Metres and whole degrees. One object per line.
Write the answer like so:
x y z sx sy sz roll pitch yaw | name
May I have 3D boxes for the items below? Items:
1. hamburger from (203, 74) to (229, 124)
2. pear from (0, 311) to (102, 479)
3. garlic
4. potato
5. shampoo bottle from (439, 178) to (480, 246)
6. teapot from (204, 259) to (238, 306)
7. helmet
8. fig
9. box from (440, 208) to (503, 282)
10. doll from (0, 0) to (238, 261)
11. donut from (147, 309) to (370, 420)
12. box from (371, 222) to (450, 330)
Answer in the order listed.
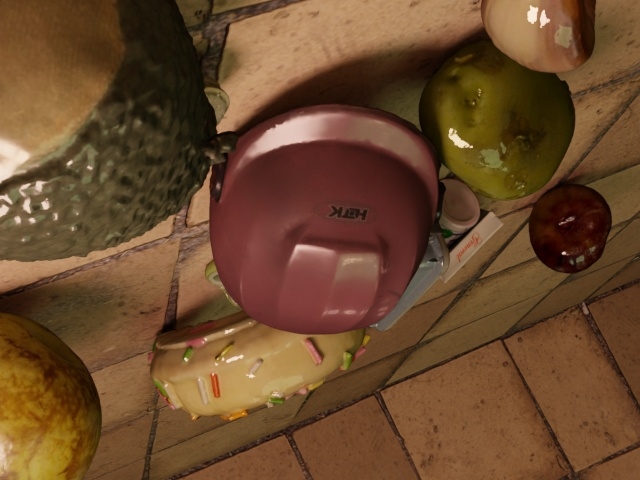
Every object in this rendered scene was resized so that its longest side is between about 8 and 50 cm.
-0.159 -0.115 1.008 0.140 0.062 0.133 -38 163 32 | hamburger
-0.409 0.224 1.311 0.283 0.284 0.283 -23 164 -7 | pear
0.236 -0.239 1.153 0.115 0.128 0.206 -8 178 25 | garlic
0.214 -0.141 1.265 0.148 0.186 0.253 -18 175 38 | potato
0.145 0.011 1.792 0.092 0.092 0.303 -13 159 -37 | shampoo bottle
-0.109 0.052 1.600 0.090 0.124 0.092 -21 -152 31 | teapot
0.000 0.000 1.229 0.270 0.197 0.338 8 162 -13 | helmet
0.476 -0.031 2.099 0.145 0.170 0.274 11 -173 2 | fig
0.238 0.004 1.813 0.139 0.035 0.245 -47 180 3 | box
-0.191 -0.100 0.754 0.247 0.247 0.349 -28 170 8 | doll
-0.087 0.168 1.711 0.371 0.150 0.307 -22 -174 -9 | donut
0.079 0.022 1.533 0.130 0.162 0.227 -3 151 -30 | box
